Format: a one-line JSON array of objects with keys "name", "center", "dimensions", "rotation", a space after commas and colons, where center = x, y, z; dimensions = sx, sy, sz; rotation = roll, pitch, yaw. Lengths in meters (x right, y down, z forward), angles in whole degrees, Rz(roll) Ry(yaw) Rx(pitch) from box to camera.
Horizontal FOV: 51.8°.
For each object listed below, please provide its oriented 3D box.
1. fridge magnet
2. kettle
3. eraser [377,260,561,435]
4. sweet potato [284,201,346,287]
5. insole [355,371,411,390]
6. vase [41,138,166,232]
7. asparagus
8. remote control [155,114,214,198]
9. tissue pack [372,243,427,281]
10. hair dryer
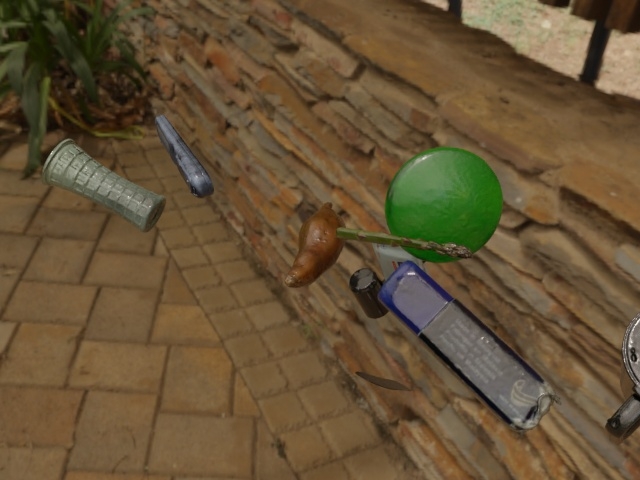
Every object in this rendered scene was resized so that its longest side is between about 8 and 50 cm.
[{"name": "fridge magnet", "center": [0.215, -0.061, 1.158], "dimensions": [0.208, 0.207, 0.088], "rotation": [6, 16, -4]}, {"name": "kettle", "center": [0.677, 0.280, 1.273], "dimensions": [0.203, 0.308, 0.262], "rotation": [11, 72, 24]}, {"name": "eraser", "center": [0.242, 0.178, 1.103], "dimensions": [0.332, 0.101, 0.155], "rotation": [43, -1, 19]}, {"name": "sweet potato", "center": [0.002, -0.002, 1.513], "dimensions": [0.112, 0.112, 0.359], "rotation": [11, 32, 3]}, {"name": "insole", "center": [0.099, 0.221, 1.026], "dimensions": [0.053, 0.002, 0.153], "rotation": [26, 0, 34]}, {"name": "vase", "center": [-0.564, -0.137, 1.743], "dimensions": [0.299, 0.143, 0.143], "rotation": [28, 33, 0]}, {"name": "asparagus", "center": [0.118, 0.002, 0.992], "dimensions": [0.249, 0.024, 0.025], "rotation": [9, 27, 44]}, {"name": "remote control", "center": [-0.173, -0.104, 0.826], "dimensions": [0.027, 0.043, 0.152], "rotation": [-27, 48, -13]}, {"name": "tissue pack", "center": [0.175, 0.070, 1.353], "dimensions": [0.123, 0.193, 0.026], "rotation": [8, 41, 46]}, {"name": "hair dryer", "center": [0.181, 0.064, 1.489], "dimensions": [0.248, 0.114, 0.070], "rotation": [-38, 40, -6]}]
